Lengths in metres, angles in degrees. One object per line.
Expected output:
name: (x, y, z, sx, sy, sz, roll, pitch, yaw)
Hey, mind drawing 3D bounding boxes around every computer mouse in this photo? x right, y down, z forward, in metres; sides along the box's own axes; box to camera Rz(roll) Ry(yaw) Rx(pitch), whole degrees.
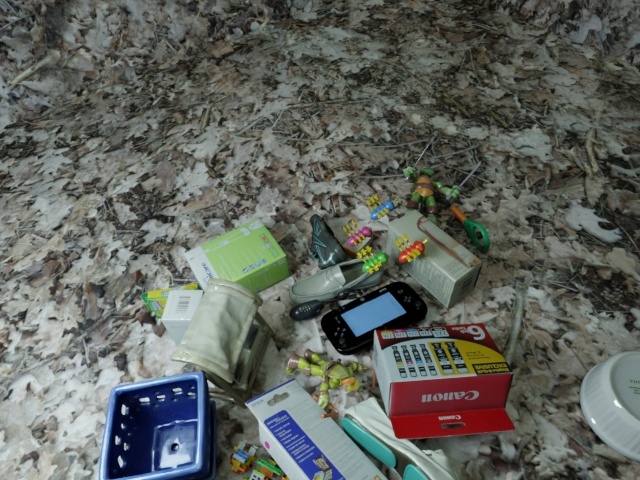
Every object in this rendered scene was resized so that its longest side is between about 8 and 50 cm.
computer mouse: (0.021, 0.204, 1.461, 0.242, 0.071, 0.041, -18, 56, -5)

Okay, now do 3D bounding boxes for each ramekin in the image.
ramekin: (0.821, 0.407, 1.186, 0.272, 0.127, 0.273, -2, 49, 3)

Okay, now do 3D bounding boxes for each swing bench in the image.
swing bench: (-0.257, 0.284, 1.297, 0.165, 0.255, 0.253, 8, 50, 12)

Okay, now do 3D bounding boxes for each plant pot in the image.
plant pot: (-0.377, 0.486, 1.153, 0.235, 0.212, 0.236, -9, 53, -3)

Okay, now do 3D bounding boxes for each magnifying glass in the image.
magnifying glass: (0.526, -0.053, 1.649, 0.026, 0.092, 0.231, -19, 40, -8)

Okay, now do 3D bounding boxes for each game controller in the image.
game controller: (0.163, 0.232, 1.433, 0.319, 0.067, 0.166, -22, 51, -15)

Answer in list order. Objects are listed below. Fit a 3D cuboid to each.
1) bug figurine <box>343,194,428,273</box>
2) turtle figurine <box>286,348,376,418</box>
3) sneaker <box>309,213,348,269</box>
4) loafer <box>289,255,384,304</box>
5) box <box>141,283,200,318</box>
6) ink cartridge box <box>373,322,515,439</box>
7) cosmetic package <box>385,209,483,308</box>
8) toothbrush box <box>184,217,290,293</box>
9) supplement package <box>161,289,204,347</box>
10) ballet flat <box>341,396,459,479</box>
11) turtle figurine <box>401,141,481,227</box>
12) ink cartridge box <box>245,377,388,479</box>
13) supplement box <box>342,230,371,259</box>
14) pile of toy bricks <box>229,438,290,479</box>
bug figurine: (0.197, -0.007, 1.471, 0.216, 0.072, 0.279, -31, 53, 4)
turtle figurine: (0.018, 0.365, 1.267, 0.217, 0.087, 0.269, 15, 23, 31)
sneaker: (0.000, 0.000, 1.627, 0.106, 0.101, 0.267, -39, 37, 7)
loafer: (0.051, 0.121, 1.508, 0.319, 0.111, 0.112, -18, 50, -11)
box: (-0.469, 0.196, 1.491, 0.179, 0.105, 0.043, -8, 48, -2)
ink cartridge box: (0.313, 0.352, 1.206, 0.309, 0.130, 0.272, -4, 28, -4)
cosmetic package: (0.359, 0.054, 1.518, 0.129, 0.153, 0.296, -31, 55, -21)
toothbrush box: (-0.276, 0.080, 1.565, 0.283, 0.122, 0.206, -27, 52, -19)
supplement package: (-0.387, 0.239, 1.396, 0.105, 0.179, 0.105, -1, 49, 4)
ballet flat: (0.227, 0.526, 1.138, 0.139, 0.139, 0.400, -37, 52, -25)
turtle figurine: (0.389, -0.185, 1.669, 0.274, 0.197, 0.266, -15, 54, 50)
ink cartridge box: (-0.017, 0.515, 1.156, 0.175, 0.069, 0.371, -13, 44, -45)
supplement box: (0.128, 0.015, 1.645, 0.062, 0.036, 0.098, 30, 58, 27)
pile of toy bricks: (-0.143, 0.593, 1.135, 0.212, 0.118, 0.105, 25, 94, 12)
